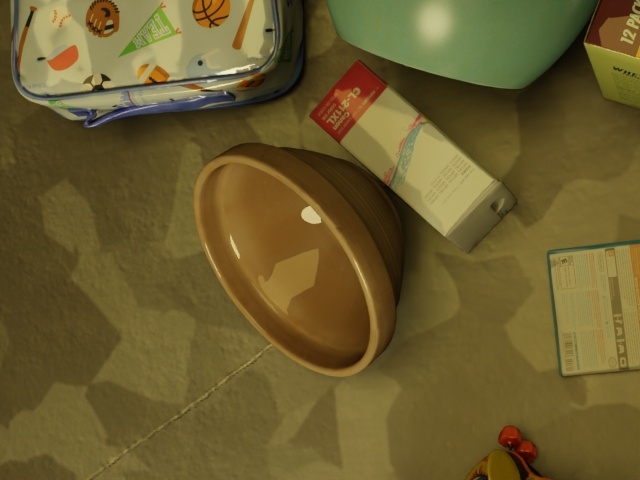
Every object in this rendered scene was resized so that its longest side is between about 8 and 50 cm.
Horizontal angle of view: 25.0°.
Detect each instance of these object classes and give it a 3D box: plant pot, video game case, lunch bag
[{"bbox_3d":[0.000,0.000,1.337,0.110,0.237,0.237,-36,70,-30],"label":"plant pot"},{"bbox_3d":[0.131,-0.272,1.286,0.293,0.293,0.235,21,107,18],"label":"plant pot"},{"bbox_3d":[0.297,0.058,1.322,0.166,0.015,0.119,-7,80,15],"label":"video game case"},{"bbox_3d":[-0.170,-0.236,1.448,0.303,0.115,0.243,-5,83,14],"label":"lunch bag"}]

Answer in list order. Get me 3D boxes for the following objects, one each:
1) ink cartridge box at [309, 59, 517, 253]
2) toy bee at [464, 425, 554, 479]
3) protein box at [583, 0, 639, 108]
[{"bbox_3d":[0.088,-0.075,1.341,0.175,0.127,0.072,43,95,17],"label":"ink cartridge box"},{"bbox_3d":[0.174,0.236,1.259,0.298,0.195,0.162,10,60,28],"label":"toy bee"},{"bbox_3d":[0.351,-0.179,1.242,0.200,0.201,0.136,20,88,18],"label":"protein box"}]
